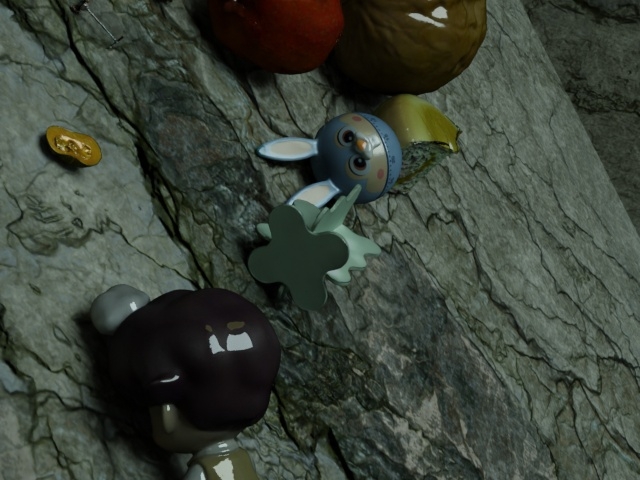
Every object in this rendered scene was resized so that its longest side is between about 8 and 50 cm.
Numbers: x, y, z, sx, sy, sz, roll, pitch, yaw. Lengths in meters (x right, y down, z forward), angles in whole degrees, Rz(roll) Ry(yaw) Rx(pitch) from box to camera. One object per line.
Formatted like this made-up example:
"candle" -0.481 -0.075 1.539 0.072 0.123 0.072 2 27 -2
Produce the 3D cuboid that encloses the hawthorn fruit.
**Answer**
"hawthorn fruit" -0.094 -0.386 2.055 0.299 0.211 0.211 0 66 -48

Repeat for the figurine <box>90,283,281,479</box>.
"figurine" -0.144 0.233 1.522 0.218 0.206 0.365 -6 96 -37

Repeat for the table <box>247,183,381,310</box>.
"table" 0.000 0.000 1.919 0.167 0.166 0.198 60 26 -4

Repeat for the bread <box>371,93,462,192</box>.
"bread" 0.161 -0.193 2.363 0.260 0.158 0.156 8 49 -55

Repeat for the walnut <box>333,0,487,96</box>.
"walnut" 0.159 -0.457 2.400 0.398 0.307 0.354 -21 85 -61

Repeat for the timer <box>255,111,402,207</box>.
"timer" 0.036 -0.137 2.089 0.255 0.175 0.175 -8 73 -59

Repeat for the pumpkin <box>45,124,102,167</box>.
"pumpkin" -0.327 -0.120 1.621 0.083 0.028 0.050 28 45 -34

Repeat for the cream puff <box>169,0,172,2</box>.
"cream puff" -0.245 -0.423 1.987 0.083 0.083 0.058 53 -12 6

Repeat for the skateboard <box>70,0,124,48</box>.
"skateboard" -0.319 -0.323 1.809 0.083 0.032 0.064 50 21 -17
